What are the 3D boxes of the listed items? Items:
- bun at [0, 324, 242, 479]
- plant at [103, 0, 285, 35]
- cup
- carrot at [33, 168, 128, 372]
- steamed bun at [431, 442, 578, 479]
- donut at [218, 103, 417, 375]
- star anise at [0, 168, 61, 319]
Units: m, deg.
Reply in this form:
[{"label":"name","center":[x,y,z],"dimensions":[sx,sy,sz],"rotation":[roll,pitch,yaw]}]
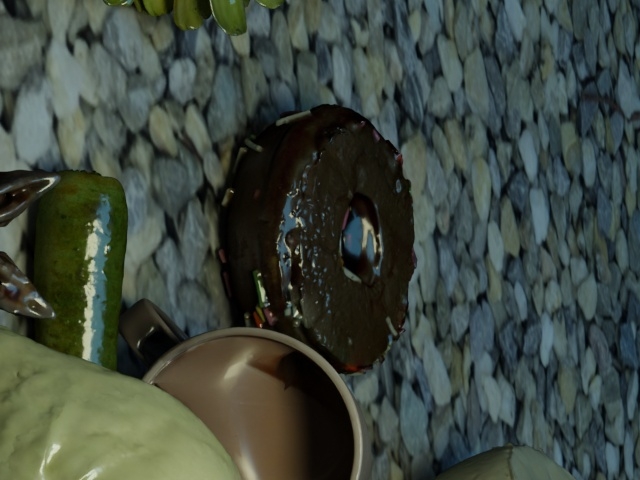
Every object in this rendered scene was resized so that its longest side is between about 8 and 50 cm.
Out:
[{"label":"bun","center":[-0.213,0.223,1.258],"dimensions":[0.361,0.213,0.361],"rotation":[-1,94,-16]},{"label":"plant","center":[-0.096,-0.352,1.626],"dimensions":[0.306,0.297,0.261],"rotation":[33,28,-37]},{"label":"cup","center":[-0.072,0.154,1.640],"dimensions":[0.191,0.253,0.200],"rotation":[-43,169,-1]},{"label":"carrot","center":[-0.192,0.123,1.552],"dimensions":[0.074,0.074,0.358],"rotation":[2,90,-60]},{"label":"steamed bun","center":[0.204,0.375,2.021],"dimensions":[0.324,0.206,0.324],"rotation":[45,18,-19]},{"label":"donut","center":[0.000,0.000,1.852],"dimensions":[0.270,0.103,0.269],"rotation":[-3,94,-61]},{"label":"star anise","center":[-0.298,0.002,1.348],"dimensions":[0.262,0.081,0.230],"rotation":[-19,106,-36]}]
